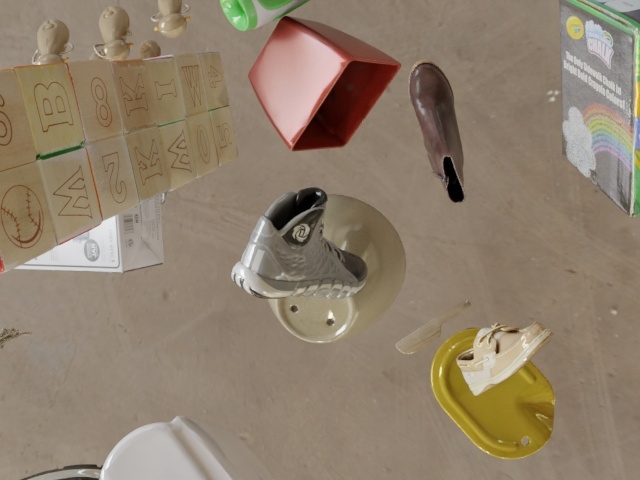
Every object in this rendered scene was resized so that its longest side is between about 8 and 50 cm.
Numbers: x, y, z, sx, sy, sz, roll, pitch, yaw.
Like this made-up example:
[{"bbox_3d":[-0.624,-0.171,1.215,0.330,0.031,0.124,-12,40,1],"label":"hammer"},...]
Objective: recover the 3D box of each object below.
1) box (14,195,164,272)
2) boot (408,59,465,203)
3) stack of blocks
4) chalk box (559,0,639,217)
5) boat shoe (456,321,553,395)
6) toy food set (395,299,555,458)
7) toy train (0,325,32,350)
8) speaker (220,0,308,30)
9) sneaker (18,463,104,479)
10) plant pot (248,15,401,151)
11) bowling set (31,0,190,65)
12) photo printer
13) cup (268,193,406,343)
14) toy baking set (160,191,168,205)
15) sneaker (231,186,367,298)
[{"bbox_3d":[-0.360,-0.046,1.009,0.290,0.087,0.169,-1,96,26],"label":"box"},{"bbox_3d":[0.246,-0.221,1.485,0.090,0.206,0.248,-16,122,8],"label":"boot"},{"bbox_3d":[-0.187,-0.059,0.466,0.171,0.297,0.087,-5,104,16],"label":"stack of blocks"},{"bbox_3d":[0.286,-0.152,0.607,0.132,0.132,0.213,-14,123,-3],"label":"chalk box"},{"bbox_3d":[0.197,0.125,0.829,0.063,0.170,0.059,-31,75,-28],"label":"boat shoe"},{"bbox_3d":[0.213,0.188,0.987,0.128,0.071,0.218,-40,79,-5],"label":"toy food set"},{"bbox_3d":[-0.578,0.166,1.127,0.144,0.248,0.105,6,97,12],"label":"toy train"},{"bbox_3d":[-0.090,-0.610,1.743,0.297,0.131,0.131,-37,98,-22],"label":"speaker"},{"bbox_3d":[-0.345,0.545,1.278,0.448,0.257,0.169,15,109,-26],"label":"sneaker"},{"bbox_3d":[-0.012,-0.399,1.802,0.236,0.267,0.267,46,118,16],"label":"plant pot"},{"bbox_3d":[-0.349,-0.315,1.336,0.287,0.154,0.199,-17,137,1],"label":"bowling set"},{"bbox_3d":[-0.070,0.292,0.697,0.107,0.307,0.256,-38,74,-9],"label":"photo printer"},{"bbox_3d":[0.011,0.094,1.610,0.331,0.237,0.330,5,114,10],"label":"cup"},{"bbox_3d":[-0.333,-0.121,1.407,0.030,0.197,0.256,13,108,13],"label":"toy baking set"},{"bbox_3d":[0.000,0.000,0.917,0.229,0.086,0.132,-2,117,-52],"label":"sneaker"}]
